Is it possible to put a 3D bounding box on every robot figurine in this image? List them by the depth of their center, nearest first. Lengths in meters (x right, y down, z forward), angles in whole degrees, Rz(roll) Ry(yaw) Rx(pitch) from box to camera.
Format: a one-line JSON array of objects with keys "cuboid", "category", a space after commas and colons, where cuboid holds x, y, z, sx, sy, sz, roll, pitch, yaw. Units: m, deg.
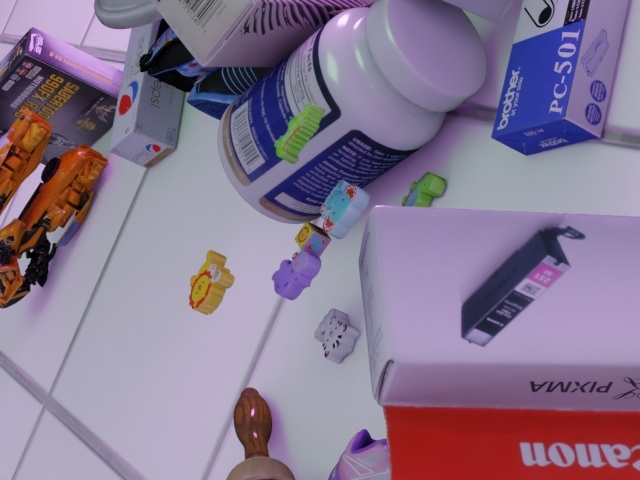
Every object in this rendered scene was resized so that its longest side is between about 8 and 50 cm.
[{"cuboid": [-0.447, -0.034, 2.035, 0.291, 0.211, 0.085, -57, 33, 2], "category": "robot figurine"}]

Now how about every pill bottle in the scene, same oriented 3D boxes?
[{"cuboid": [0.029, -0.134, 1.382, 0.265, 0.153, 0.153, -33, 43, 43], "category": "pill bottle"}]

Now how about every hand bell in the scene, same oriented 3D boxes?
[{"cuboid": [-0.061, 0.214, 1.356, 0.126, 0.126, 0.242, -55, 18, 18], "category": "hand bell"}]

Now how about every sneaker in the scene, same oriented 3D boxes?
[{"cuboid": [0.072, 0.210, 1.131, 0.236, 0.095, 0.104, 9, 69, 61], "category": "sneaker"}, {"cuboid": [-0.071, -0.192, 1.668, 0.232, 0.081, 0.090, 3, 68, 51], "category": "sneaker"}]

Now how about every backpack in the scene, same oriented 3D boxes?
[{"cuboid": [-0.132, -0.269, 1.774, 0.173, 0.117, 0.158, -6, 64, 57], "category": "backpack"}]

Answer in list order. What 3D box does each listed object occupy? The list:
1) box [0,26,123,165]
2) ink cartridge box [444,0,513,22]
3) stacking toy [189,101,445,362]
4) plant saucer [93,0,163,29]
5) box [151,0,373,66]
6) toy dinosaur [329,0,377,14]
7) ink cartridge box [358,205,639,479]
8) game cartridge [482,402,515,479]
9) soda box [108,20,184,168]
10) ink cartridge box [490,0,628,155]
[{"cuboid": [-0.412, -0.206, 2.115, 0.231, 0.183, 0.056, -33, 42, 43], "category": "box"}, {"cuboid": [0.109, -0.318, 1.335, 0.219, 0.160, 0.092, -92, 26, -54], "category": "ink cartridge box"}, {"cuboid": [0.000, 0.000, 1.317, 0.221, 0.167, 0.052, -57, 31, 14], "category": "stacking toy"}, {"cuboid": [-0.149, -0.433, 1.790, 0.400, 0.100, 0.400, -29, 28, 17], "category": "plant saucer"}, {"cuboid": [-0.041, -0.245, 1.445, 0.094, 0.275, 0.113, -47, 71, 29], "category": "box"}, {"cuboid": [0.079, -0.269, 1.448, 0.112, 0.064, 0.211, -29, 20, 17], "category": "toy dinosaur"}, {"cuboid": [0.170, 0.089, 0.880, 0.060, 0.275, 0.239, 102, 167, -47], "category": "ink cartridge box"}, {"cuboid": [0.127, 0.180, 0.957, 0.060, 0.196, 0.294, -17, 50, 10], "category": "game cartridge"}, {"cuboid": [-0.233, -0.213, 1.946, 0.074, 0.069, 0.216, -31, 43, 46], "category": "soda box"}, {"cuboid": [0.216, -0.182, 1.224, 0.097, 0.046, 0.207, -11, 60, 57], "category": "ink cartridge box"}]
